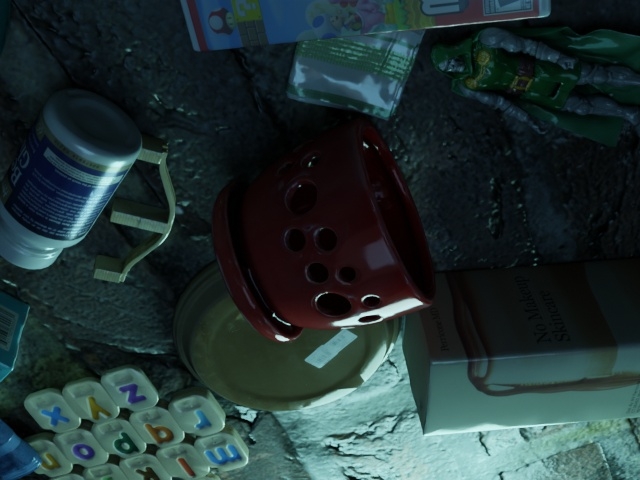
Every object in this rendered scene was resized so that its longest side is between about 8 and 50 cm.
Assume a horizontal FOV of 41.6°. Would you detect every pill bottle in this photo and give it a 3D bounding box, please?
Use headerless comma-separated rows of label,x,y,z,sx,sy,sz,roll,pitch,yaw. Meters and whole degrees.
pill bottle,-0.248,-0.052,0.798,0.094,0.094,0.169,25,122,-25

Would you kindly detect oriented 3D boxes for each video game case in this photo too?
video game case,0.018,-0.247,0.609,0.285,0.025,0.204,-2,126,14

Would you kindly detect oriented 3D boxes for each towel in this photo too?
towel,0.039,-0.185,0.769,0.113,0.023,0.152,9,128,-15
towel,-0.415,0.259,1.070,0.067,0.029,0.119,-24,119,18

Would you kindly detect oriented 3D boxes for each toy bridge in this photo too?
toy bridge,-0.186,-0.025,0.875,0.063,0.026,0.188,13,128,-19

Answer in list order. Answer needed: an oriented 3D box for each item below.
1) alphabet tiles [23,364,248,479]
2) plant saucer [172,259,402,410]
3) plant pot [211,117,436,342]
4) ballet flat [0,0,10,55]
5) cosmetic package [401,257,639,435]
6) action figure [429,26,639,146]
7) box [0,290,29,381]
alphabet tiles,-0.244,0.275,1.101,0.284,0.021,0.278,-19,121,15
plant saucer,-0.037,0.114,1.003,0.277,0.041,0.278,-4,130,-5
plant pot,0.000,0.000,0.814,0.174,0.191,0.191,-21,129,14
ballet flat,-0.286,-0.233,0.667,0.074,0.074,0.203,8,135,-14
cosmetic package,0.252,0.119,0.971,0.296,0.153,0.129,-5,129,-5
action figure,0.213,-0.153,0.798,0.232,0.063,0.137,9,132,-10
box,-0.429,0.161,0.953,0.060,0.101,0.244,35,118,-29
